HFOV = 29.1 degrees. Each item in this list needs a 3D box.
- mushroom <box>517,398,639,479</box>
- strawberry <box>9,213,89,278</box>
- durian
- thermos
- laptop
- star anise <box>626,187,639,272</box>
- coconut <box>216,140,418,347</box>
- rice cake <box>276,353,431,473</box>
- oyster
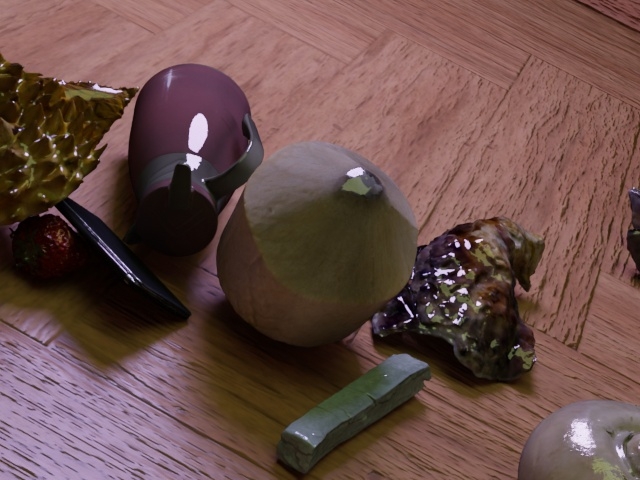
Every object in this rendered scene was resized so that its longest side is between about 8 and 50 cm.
[{"bbox_3d":[0.319,0.253,1.199,0.246,0.202,0.246,21,39,-18],"label":"mushroom"},{"bbox_3d":[-0.278,0.006,1.279,0.073,0.073,0.083,44,25,30],"label":"strawberry"},{"bbox_3d":[-0.354,-0.093,1.272,0.305,0.185,0.195,3,61,5],"label":"durian"},{"bbox_3d":[-0.145,-0.092,1.425,0.146,0.176,0.265,52,17,-27],"label":"thermos"},{"bbox_3d":[-0.218,0.011,1.304,0.180,0.016,0.129,44,0,28],"label":"laptop"},{"bbox_3d":[0.590,0.034,1.834,0.332,0.117,0.331,12,38,-10],"label":"star anise"},{"bbox_3d":[0.000,0.000,1.316,0.202,0.222,0.202,12,56,-18],"label":"coconut"},{"bbox_3d":[0.038,0.172,1.272,0.045,0.042,0.245,26,28,26],"label":"rice cake"},{"bbox_3d":[0.185,0.060,1.508,0.275,0.100,0.271,15,46,-25],"label":"oyster"}]
